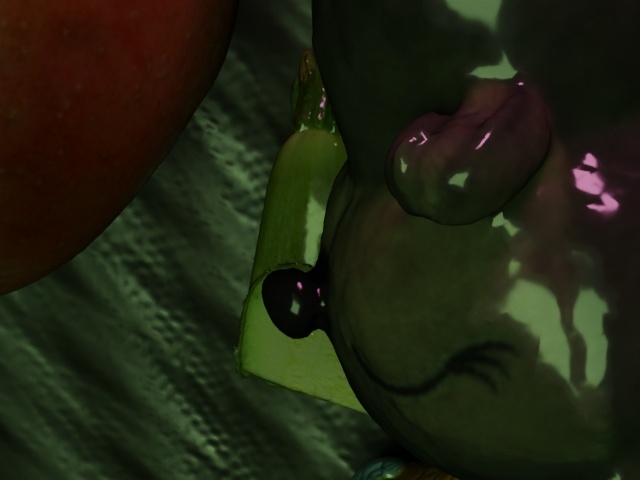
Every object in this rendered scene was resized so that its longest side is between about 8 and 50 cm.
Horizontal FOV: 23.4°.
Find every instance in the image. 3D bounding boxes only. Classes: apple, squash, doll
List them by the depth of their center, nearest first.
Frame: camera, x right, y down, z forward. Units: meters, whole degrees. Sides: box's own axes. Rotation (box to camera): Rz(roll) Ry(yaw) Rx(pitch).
[{"bbox_3d":[0.158,-0.033,0.677,0.378,0.252,0.382,-10,113,17],"label":"doll"},{"bbox_3d":[-0.185,-0.129,0.698,0.319,0.319,0.277,-27,130,21],"label":"apple"},{"bbox_3d":[-0.002,0.002,0.816,0.090,0.075,0.200,13,113,37],"label":"squash"}]

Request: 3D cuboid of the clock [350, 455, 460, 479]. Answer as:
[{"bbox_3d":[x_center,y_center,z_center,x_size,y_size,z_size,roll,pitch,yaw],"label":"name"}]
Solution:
[{"bbox_3d":[0.054,0.210,0.853,0.144,0.103,0.231,30,107,10],"label":"clock"}]
